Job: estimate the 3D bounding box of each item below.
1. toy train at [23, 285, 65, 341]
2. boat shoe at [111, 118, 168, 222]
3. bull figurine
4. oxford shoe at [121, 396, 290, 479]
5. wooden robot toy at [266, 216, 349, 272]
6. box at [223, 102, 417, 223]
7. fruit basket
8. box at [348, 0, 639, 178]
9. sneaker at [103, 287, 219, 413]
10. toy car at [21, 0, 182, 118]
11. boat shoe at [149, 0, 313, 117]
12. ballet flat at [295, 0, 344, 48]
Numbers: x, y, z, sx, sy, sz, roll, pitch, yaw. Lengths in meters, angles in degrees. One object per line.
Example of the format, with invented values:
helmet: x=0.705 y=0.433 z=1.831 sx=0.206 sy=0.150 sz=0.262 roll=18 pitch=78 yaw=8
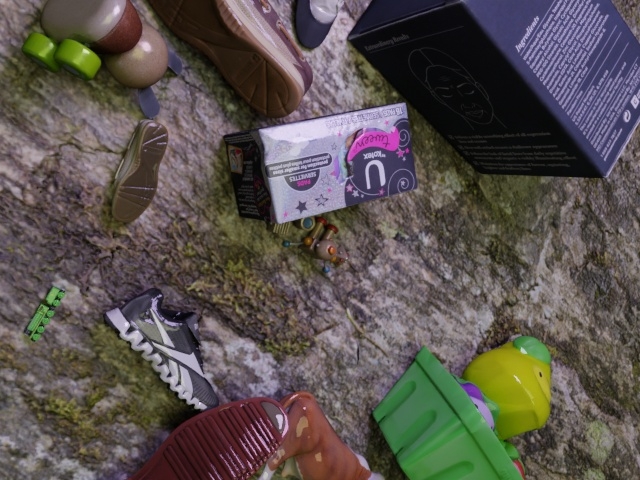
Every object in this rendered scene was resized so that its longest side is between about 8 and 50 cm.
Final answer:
toy train: x=-0.389 y=0.103 z=0.862 sx=0.023 sy=0.017 sz=0.083 roll=31 pitch=82 yaw=-18
boat shoe: x=-0.267 y=-0.101 z=0.887 sx=0.056 sy=0.048 sz=0.153 roll=13 pitch=98 yaw=-41
bull figurine: x=-0.012 y=0.398 z=1.058 sx=0.188 sy=0.101 sz=0.310 roll=-38 pitch=113 yaw=-16
oxford shoe: x=-0.199 y=0.363 z=0.944 sx=0.348 sy=0.123 sz=0.130 roll=-31 pitch=156 yaw=-10
wooden robot toy: x=0.000 y=0.000 z=1.019 sx=0.173 sy=0.079 sz=0.076 roll=33 pitch=82 yaw=-28
box: x=0.001 y=-0.120 z=0.953 sx=0.247 sy=0.163 sz=0.142 roll=-16 pitch=103 yaw=-25
fruit basket: x=0.329 y=0.350 z=1.159 sx=0.391 sy=0.283 sz=0.392 roll=-4 pitch=109 yaw=-12
box: x=0.300 y=-0.302 z=1.012 sx=0.395 sy=0.293 sz=0.212 roll=38 pitch=79 yaw=-28
sneaker: x=-0.213 y=0.165 z=0.930 sx=0.106 sy=0.078 sz=0.234 roll=-42 pitch=112 yaw=-14
toy car: x=-0.267 y=-0.260 z=0.833 sx=0.155 sy=0.149 sz=0.188 roll=-63 pitch=145 yaw=-10
boat shoe: x=-0.134 y=-0.341 z=0.893 sx=0.342 sy=0.123 sz=0.123 roll=46 pitch=45 yaw=-15
ballet flat: x=0.011 y=-0.409 z=0.970 sx=0.074 sy=0.074 sz=0.203 roll=14 pitch=91 yaw=-29
